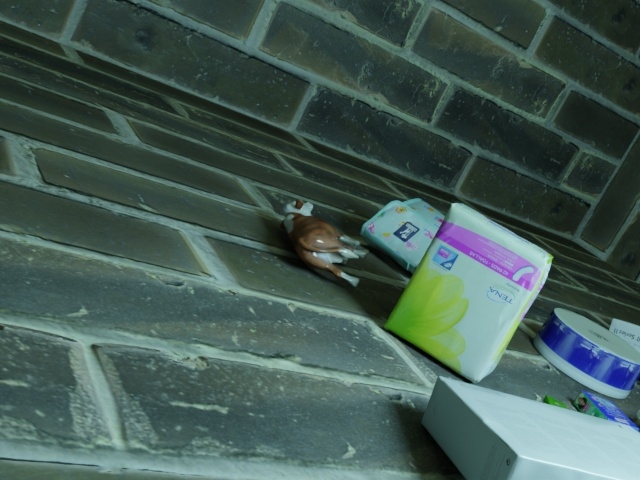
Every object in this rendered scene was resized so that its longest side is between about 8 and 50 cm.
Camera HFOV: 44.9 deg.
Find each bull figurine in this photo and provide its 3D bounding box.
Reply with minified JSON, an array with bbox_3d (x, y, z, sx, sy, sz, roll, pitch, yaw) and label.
[{"bbox_3d":[0.000,0.000,1.773,0.189,0.101,0.310,26,14,-12],"label":"bull figurine"}]

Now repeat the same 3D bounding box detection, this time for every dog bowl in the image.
[{"bbox_3d":[0.687,0.285,1.982,0.265,0.104,0.265,25,15,-7],"label":"dog bowl"}]

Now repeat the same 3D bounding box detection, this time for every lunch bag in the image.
[{"bbox_3d":[0.261,0.002,2.119,0.223,0.160,0.262,39,30,30],"label":"lunch bag"}]

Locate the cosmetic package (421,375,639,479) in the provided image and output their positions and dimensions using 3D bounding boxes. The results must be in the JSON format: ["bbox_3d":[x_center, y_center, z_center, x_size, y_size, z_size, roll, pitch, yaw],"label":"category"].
[{"bbox_3d":[0.375,0.333,1.157,0.377,0.097,0.284,17,9,-14],"label":"cosmetic package"}]

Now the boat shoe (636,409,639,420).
[{"bbox_3d":[0.845,0.431,1.800,0.320,0.116,0.099,14,42,-42],"label":"boat shoe"}]

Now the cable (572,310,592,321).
[{"bbox_3d":[0.841,0.281,2.395,0.151,0.047,0.184,22,12,-37],"label":"cable"}]

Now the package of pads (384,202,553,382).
[{"bbox_3d":[0.298,0.106,1.541,0.229,0.296,0.101,32,14,18],"label":"package of pads"}]

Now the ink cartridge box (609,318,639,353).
[{"bbox_3d":[0.961,0.320,2.220,0.354,0.119,0.207,15,3,-37],"label":"ink cartridge box"}]

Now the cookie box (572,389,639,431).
[{"bbox_3d":[0.610,0.376,1.661,0.092,0.040,0.107,22,15,-21],"label":"cookie box"}]

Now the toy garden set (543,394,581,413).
[{"bbox_3d":[0.529,0.401,1.437,0.244,0.049,0.204,28,13,2],"label":"toy garden set"}]
